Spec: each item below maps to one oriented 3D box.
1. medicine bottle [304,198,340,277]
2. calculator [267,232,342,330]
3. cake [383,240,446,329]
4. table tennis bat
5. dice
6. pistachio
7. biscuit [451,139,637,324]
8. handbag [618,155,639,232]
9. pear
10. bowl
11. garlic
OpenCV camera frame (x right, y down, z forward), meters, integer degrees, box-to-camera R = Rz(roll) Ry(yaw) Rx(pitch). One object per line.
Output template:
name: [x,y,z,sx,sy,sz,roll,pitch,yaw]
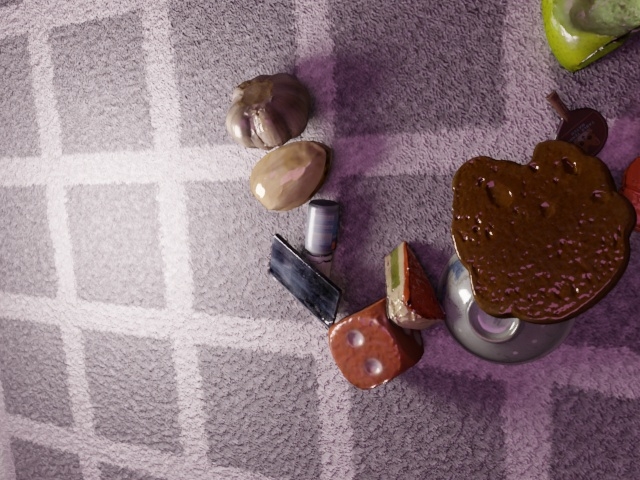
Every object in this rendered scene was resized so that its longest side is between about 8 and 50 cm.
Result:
medicine bottle: [0.000,0.000,1.417,0.083,0.083,0.203,16,111,23]
calculator: [-0.045,0.107,1.431,0.262,0.021,0.161,41,140,27]
cake: [0.190,0.106,1.286,0.086,0.117,0.220,-41,60,33]
table tennis bat: [0.508,-0.250,1.165,0.107,0.119,0.170,-43,108,10]
dice: [0.135,0.247,1.344,0.175,0.174,0.179,-28,85,26]
pistachio: [-0.071,-0.164,1.386,0.229,0.157,0.157,-33,84,20]
biscuit: [0.419,-0.029,1.107,0.359,0.074,0.381,-42,58,14]
handbag: [0.751,-0.170,1.005,0.304,0.116,0.410,26,109,23]
pear: [0.535,-0.486,1.029,0.292,0.159,0.292,4,99,28]
bowl: [0.391,0.150,1.217,0.313,0.146,0.313,5,101,27]
garlic: [-0.123,-0.313,1.368,0.228,0.227,0.152,9,146,25]
